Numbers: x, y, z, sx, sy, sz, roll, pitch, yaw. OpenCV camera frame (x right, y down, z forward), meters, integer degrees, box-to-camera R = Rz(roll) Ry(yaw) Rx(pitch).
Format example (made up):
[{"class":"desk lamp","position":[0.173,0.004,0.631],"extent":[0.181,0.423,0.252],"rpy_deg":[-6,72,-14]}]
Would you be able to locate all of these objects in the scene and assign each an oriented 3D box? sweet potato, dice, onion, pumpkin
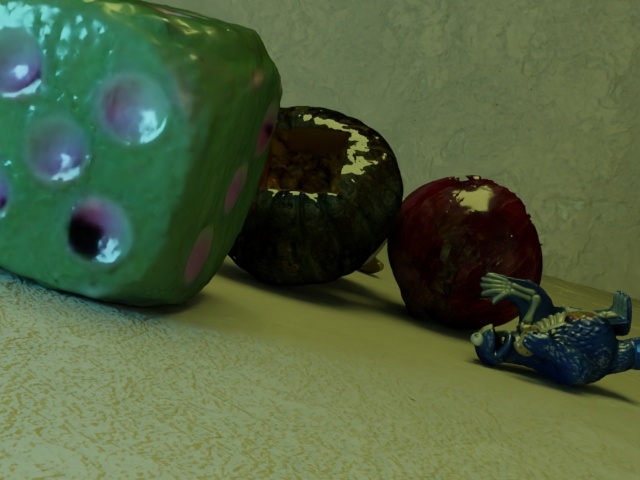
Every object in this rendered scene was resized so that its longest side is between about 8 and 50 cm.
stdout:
[{"class":"sweet potato","position":[0.066,0.023,2.143],"extent":[0.077,0.077,0.244],"rpy_deg":[10,13,-46]},{"class":"dice","position":[-0.241,-0.127,1.141],"extent":[0.318,0.330,0.322],"rpy_deg":[20,13,6]},{"class":"onion","position":[0.235,0.025,1.605],"extent":[0.276,0.276,0.276],"rpy_deg":[15,5,-1]},{"class":"pumpkin","position":[-0.021,-0.075,1.546],"extent":[0.320,0.320,0.192],"rpy_deg":[16,-29,11]}]

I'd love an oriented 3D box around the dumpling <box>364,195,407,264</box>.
[{"class":"dumpling","position":[-0.004,-0.023,1.777],"extent":[0.341,0.181,0.260],"rpy_deg":[18,15,39]}]

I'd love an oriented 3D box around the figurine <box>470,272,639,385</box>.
[{"class":"figurine","position":[0.333,0.146,1.367],"extent":[0.262,0.120,0.164],"rpy_deg":[7,41,-5]}]
